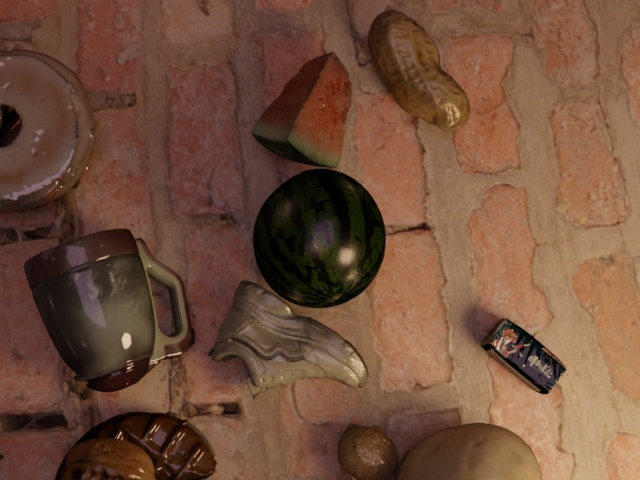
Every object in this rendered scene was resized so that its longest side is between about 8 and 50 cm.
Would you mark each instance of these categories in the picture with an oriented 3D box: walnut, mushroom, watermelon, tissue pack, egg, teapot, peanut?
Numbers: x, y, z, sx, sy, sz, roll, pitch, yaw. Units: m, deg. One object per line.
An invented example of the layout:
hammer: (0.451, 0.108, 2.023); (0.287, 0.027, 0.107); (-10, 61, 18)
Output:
walnut: (-0.402, 0.459, 1.723); (0.184, 0.155, 0.155); (7, 77, 4)
mushroom: (0.318, 0.542, 1.806); (0.314, 0.314, 0.336); (-31, 108, -9)
watermelon: (-0.019, -0.298, 2.027); (0.139, 0.193, 0.257); (17, 79, 33)
tissue pack: (0.438, 0.249, 1.941); (0.170, 0.103, 0.090); (38, 86, 7)
egg: (0.097, 0.447, 1.876); (0.140, 0.116, 0.118); (40, 41, 14)
teapot: (-0.424, 0.150, 1.888); (0.315, 0.233, 0.312); (-16, 84, -34)
peanut: (0.224, -0.384, 2.057); (0.153, 0.140, 0.325); (-34, 82, -26)
watermelon: (0.000, 0.000, 1.890); (0.285, 0.285, 0.285); (1, 77, -2)

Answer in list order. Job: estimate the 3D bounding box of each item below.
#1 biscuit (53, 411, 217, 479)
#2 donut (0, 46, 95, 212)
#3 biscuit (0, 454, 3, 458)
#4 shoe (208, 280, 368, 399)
biscuit: (-0.404, 0.503, 1.842); (0.268, 0.115, 0.366); (36, 77, 5)
donut: (-0.679, -0.233, 1.981); (0.382, 0.142, 0.383); (1, 76, -2)
biscuit: (-0.712, 0.476, 1.885); (0.046, 0.016, 0.089); (37, 79, 4)
shoe: (-0.074, 0.254, 1.910); (0.342, 0.132, 0.210); (30, 82, 8)
